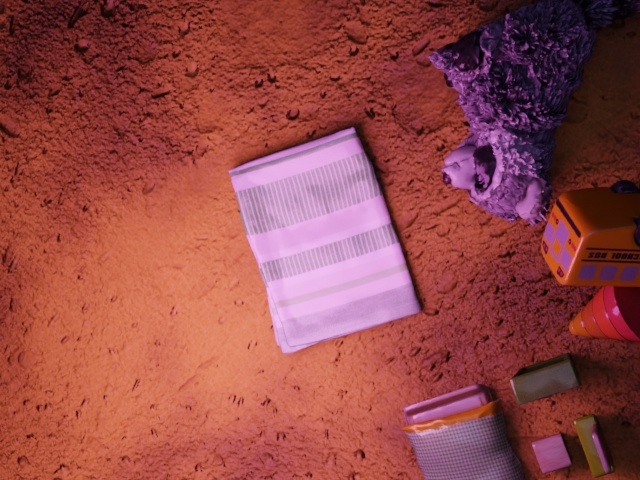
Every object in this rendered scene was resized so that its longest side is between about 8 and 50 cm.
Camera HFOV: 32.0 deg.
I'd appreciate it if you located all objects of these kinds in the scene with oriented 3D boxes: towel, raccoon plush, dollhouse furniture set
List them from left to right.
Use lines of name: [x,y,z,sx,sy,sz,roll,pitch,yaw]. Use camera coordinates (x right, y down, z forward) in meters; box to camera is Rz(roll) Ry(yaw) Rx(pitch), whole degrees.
towel: [0.000,0.000,1.844,0.247,0.038,0.325,-19,86,12]
dollhouse furniture set: [0.278,0.315,1.720,0.301,0.151,0.198,-20,86,13]
raccoon plush: [0.376,-0.215,1.680,0.446,0.216,0.299,-24,93,12]

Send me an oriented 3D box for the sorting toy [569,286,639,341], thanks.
sorting toy: [0.489,0.229,1.711,0.126,0.127,0.366,-27,88,40]

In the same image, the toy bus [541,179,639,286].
toy bus: [0.505,-0.004,1.634,0.332,0.108,0.130,2,124,-16]

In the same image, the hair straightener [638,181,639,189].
hair straightener: [0.482,-0.044,1.732,0.089,0.047,0.230,18,99,13]
